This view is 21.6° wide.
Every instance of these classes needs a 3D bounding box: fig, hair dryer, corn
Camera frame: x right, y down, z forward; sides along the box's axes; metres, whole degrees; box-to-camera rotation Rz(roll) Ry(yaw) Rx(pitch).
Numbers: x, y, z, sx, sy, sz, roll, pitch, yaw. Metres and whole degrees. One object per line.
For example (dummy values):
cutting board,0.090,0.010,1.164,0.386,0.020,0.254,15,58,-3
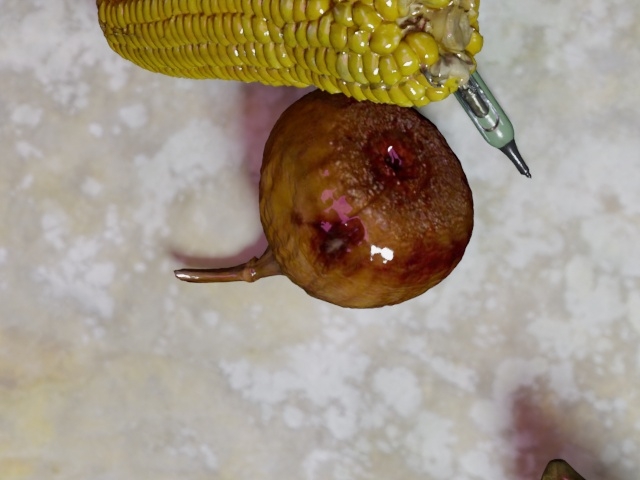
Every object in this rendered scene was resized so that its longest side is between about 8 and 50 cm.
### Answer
fig,0.000,0.000,1.091,0.201,0.133,0.146,-43,53,37
hair dryer,0.097,-0.102,1.083,0.047,0.071,0.150,-34,100,18
corn,-0.033,-0.142,1.040,0.313,0.102,0.102,10,95,40

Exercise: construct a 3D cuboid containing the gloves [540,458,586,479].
gloves,0.202,0.281,1.023,0.154,0.141,0.331,-11,100,41
